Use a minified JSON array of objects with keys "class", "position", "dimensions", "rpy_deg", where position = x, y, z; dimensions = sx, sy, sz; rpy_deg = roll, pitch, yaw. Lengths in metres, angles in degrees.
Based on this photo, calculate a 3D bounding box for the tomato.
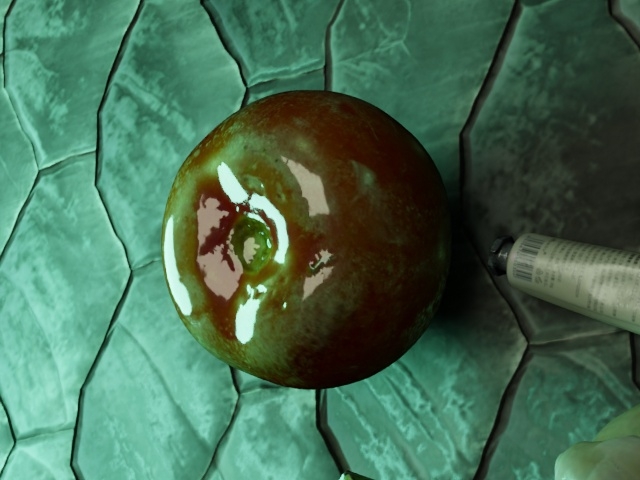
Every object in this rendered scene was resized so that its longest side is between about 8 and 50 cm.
[{"class":"tomato","position":[0.000,0.000,1.532],"dimensions":[0.270,0.223,0.270],"rpy_deg":[5,98,39]}]

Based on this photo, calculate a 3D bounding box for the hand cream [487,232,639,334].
[{"class":"hand cream","position":[0.247,0.037,1.433],"dimensions":[0.234,0.050,0.080],"rpy_deg":[17,84,38]}]

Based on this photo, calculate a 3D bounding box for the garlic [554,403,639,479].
[{"class":"garlic","position":[0.316,0.200,1.155],"dimensions":[0.132,0.279,0.325],"rpy_deg":[-66,28,21]}]

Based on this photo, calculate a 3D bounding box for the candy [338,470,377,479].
[{"class":"candy","position":[0.055,0.304,1.477],"dimensions":[0.097,0.062,0.194],"rpy_deg":[-48,50,14]}]
